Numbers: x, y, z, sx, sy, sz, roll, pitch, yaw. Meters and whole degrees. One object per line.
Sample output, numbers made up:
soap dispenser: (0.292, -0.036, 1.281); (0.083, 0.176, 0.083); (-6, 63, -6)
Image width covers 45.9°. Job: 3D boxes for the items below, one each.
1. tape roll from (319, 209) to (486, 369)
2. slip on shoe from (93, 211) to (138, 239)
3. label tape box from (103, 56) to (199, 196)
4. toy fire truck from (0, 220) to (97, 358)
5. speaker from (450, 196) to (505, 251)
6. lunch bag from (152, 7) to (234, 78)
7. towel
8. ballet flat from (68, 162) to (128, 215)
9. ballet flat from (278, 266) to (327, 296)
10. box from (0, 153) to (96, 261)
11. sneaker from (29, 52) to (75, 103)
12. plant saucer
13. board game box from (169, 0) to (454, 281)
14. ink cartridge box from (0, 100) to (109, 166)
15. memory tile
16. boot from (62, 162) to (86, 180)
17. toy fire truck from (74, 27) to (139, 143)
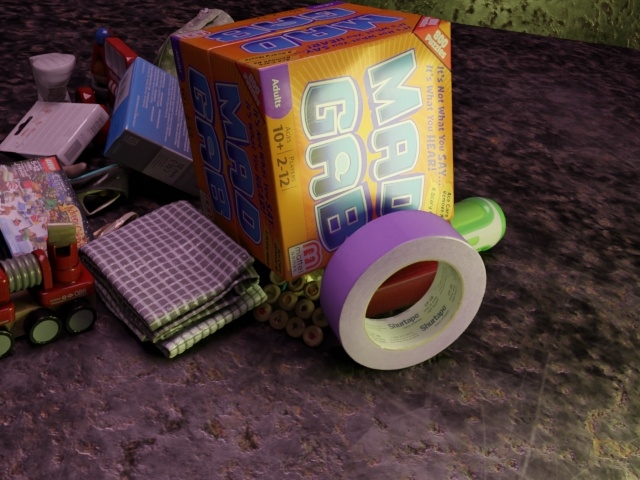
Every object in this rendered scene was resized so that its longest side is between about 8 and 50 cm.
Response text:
tape roll: (0.141, 0.087, 1.288); (0.274, 0.275, 0.090); (-6, 34, -23)
slip on shoe: (-0.424, -0.021, 1.547); (0.041, 0.051, 0.135); (20, 41, 14)
label tape box: (-0.312, -0.241, 1.773); (0.347, 0.115, 0.249); (26, 42, -31)
toy fire truck: (-0.471, 0.054, 1.219); (0.217, 0.246, 0.158); (-16, 39, -35)
speaker: (0.261, -0.009, 1.620); (0.296, 0.131, 0.131); (-18, 40, -36)
lunch bag: (-0.339, -0.504, 2.155); (0.212, 0.256, 0.305); (12, 31, 6)
towel: (-0.269, 0.055, 1.360); (0.235, 0.121, 0.283); (-29, 47, -30)
ballet flat: (-0.519, -0.095, 1.590); (0.280, 0.096, 0.095); (-20, 4, -42)
ballet flat: (-0.066, -0.010, 1.558); (0.123, 0.123, 0.348); (-4, 38, -19)
box: (-0.540, -0.044, 1.444); (0.159, 0.044, 0.233); (-19, 74, -36)
sneaker: (-0.680, -0.392, 1.960); (0.108, 0.169, 0.292); (-15, 21, -21)
plant saucer: (0.133, 0.009, 1.465); (0.258, 0.048, 0.259); (-18, 52, 5)
board game box: (-0.013, -0.202, 1.355); (0.356, 0.356, 0.356); (-20, 30, -25)
ink cartridge box: (-0.646, -0.257, 1.824); (0.224, 0.056, 0.181); (7, 54, 32)
memory tile: (-0.044, 0.117, 1.374); (0.148, 0.113, 0.012); (22, -10, 23)
boot: (-0.575, -0.152, 1.682); (0.087, 0.118, 0.042); (13, 65, -26)
toy fire truck: (-0.525, -0.403, 1.945); (0.169, 0.254, 0.302); (-11, 36, -29)
